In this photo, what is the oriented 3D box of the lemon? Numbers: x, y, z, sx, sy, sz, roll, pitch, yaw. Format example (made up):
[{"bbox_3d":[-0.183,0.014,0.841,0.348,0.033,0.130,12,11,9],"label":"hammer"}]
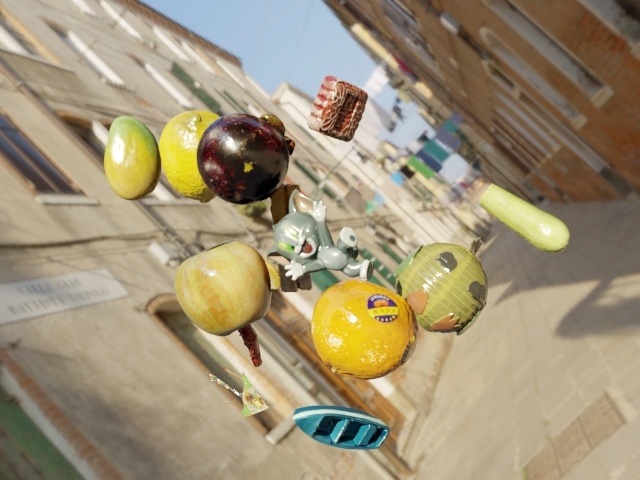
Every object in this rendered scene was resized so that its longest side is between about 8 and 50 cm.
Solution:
[{"bbox_3d":[-0.369,-0.256,2.271,0.245,0.245,0.320,-41,-31,-31],"label":"lemon"}]

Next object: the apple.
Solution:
[{"bbox_3d":[-0.252,0.126,1.976,0.257,0.234,0.257,-29,4,2],"label":"apple"}]

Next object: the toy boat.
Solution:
[{"bbox_3d":[0.046,0.476,1.912,0.299,0.062,0.096,20,-71,-33],"label":"toy boat"}]

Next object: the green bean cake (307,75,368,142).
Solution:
[{"bbox_3d":[0.044,-0.307,1.741,0.135,0.056,0.135,11,-74,-48],"label":"green bean cake"}]

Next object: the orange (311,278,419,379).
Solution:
[{"bbox_3d":[0.070,0.142,1.184,0.177,0.177,0.155,-25,-46,-69],"label":"orange"}]

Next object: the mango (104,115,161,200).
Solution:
[{"bbox_3d":[-0.429,-0.188,1.684,0.130,0.195,0.092,-16,-4,-10],"label":"mango"}]

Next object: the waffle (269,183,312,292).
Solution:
[{"bbox_3d":[-0.080,0.001,2.019,0.098,0.224,0.328,-7,-21,-3],"label":"waffle"}]

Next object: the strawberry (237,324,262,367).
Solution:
[{"bbox_3d":[-0.197,0.281,2.080,0.048,0.152,0.104,-29,11,-6],"label":"strawberry"}]

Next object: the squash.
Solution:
[{"bbox_3d":[0.453,-0.051,1.664,0.083,0.250,0.083,-22,-49,-27],"label":"squash"}]

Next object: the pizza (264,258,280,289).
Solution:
[{"bbox_3d":[-0.268,0.127,2.634,0.262,0.181,0.034,-20,28,33],"label":"pizza"}]

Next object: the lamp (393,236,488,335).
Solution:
[{"bbox_3d":[0.335,0.106,1.929,0.284,0.250,0.250,-49,-8,0],"label":"lamp"}]

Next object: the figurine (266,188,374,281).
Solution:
[{"bbox_3d":[0.005,0.000,1.712,0.140,0.265,0.193,-47,-29,-73],"label":"figurine"}]

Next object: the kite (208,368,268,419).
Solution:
[{"bbox_3d":[-0.270,0.499,2.418,0.006,0.244,0.198,-35,-40,-51],"label":"kite"}]

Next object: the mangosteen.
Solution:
[{"bbox_3d":[-0.172,-0.212,1.767,0.265,0.228,0.228,-58,0,-33],"label":"mangosteen"}]
